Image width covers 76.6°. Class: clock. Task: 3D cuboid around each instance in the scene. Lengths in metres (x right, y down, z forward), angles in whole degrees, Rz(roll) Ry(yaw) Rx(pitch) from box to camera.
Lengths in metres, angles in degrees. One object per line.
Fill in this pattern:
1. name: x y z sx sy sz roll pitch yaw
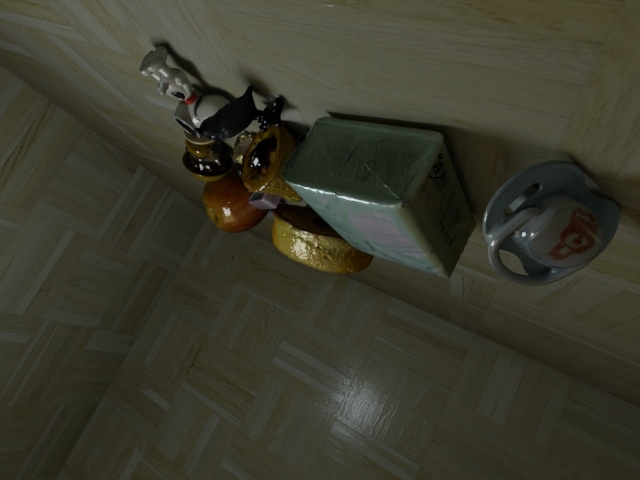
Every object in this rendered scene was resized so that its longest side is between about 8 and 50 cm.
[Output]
1. clock: -0.197 -0.199 1.557 0.063 0.150 0.197 29 171 -25

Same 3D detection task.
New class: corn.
1. corn: -0.160 -0.242 1.373 0.305 0.122 0.123 38 -177 -36

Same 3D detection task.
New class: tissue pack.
1. tissue pack: 0.162 -0.095 0.989 0.332 0.205 0.405 20 169 36

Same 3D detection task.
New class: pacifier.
1. pacifier: 0.416 -0.044 0.790 0.279 0.227 0.207 32 -151 -23

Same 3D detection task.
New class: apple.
1. apple: -0.376 -0.164 1.778 0.302 0.301 0.301 26 170 5

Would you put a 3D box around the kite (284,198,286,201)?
1. kite: -0.258 -0.249 1.847 0.245 0.015 0.141 30 171 2

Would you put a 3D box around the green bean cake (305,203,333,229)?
1. green bean cake: 0.010 -0.064 1.832 0.194 0.107 0.208 25 171 9

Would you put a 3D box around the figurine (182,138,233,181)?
1. figurine: -0.438 -0.321 1.532 0.192 0.167 0.257 39 170 10

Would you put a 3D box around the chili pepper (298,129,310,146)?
1. chili pepper: 0.028 -0.221 1.136 0.088 0.059 0.227 15 167 34

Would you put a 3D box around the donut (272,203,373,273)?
1. donut: 0.000 0.000 1.515 0.436 0.163 0.378 18 -165 15

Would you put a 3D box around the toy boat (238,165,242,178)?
1. toy boat: -0.301 -0.286 1.642 0.059 0.066 0.140 19 -160 -12

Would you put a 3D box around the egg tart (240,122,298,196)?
1. egg tart: -0.120 -0.216 1.155 0.171 0.215 0.215 22 176 -38

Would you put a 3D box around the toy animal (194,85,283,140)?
1. toy animal: -0.204 -0.310 0.981 0.210 0.117 0.121 -16 -161 -27

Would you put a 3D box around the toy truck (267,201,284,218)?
1. toy truck: -0.288 -0.177 1.997 0.216 0.116 0.110 21 168 31

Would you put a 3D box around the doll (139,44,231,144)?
1. doll: -0.375 -0.397 1.132 0.272 0.143 0.208 30 149 -31
